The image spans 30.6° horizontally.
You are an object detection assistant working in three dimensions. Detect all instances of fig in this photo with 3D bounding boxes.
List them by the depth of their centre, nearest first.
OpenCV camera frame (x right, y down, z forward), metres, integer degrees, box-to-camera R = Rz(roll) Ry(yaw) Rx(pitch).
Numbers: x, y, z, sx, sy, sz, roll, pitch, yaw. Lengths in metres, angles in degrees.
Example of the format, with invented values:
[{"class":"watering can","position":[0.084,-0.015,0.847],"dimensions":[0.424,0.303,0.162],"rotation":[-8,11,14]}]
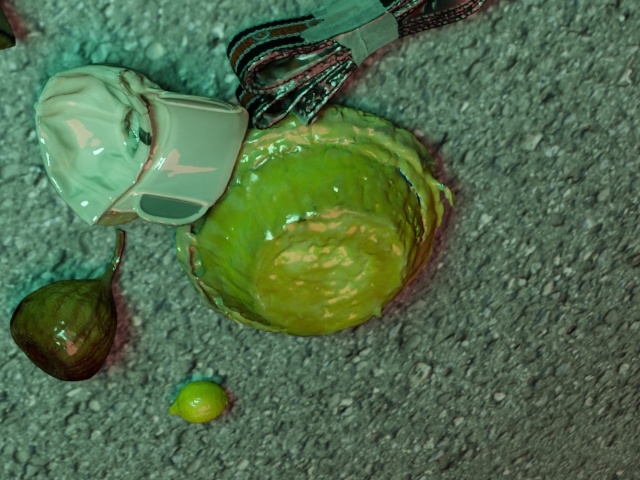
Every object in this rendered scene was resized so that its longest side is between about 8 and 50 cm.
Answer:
[{"class":"fig","position":[-0.315,0.083,1.552],"dimensions":[0.201,0.146,0.133],"rotation":[-61,142,-27]}]

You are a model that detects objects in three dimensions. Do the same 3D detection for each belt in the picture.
[{"class":"belt","position":[0.050,-0.268,1.449],"dimensions":[0.359,0.094,0.126],"rotation":[-33,131,0]}]

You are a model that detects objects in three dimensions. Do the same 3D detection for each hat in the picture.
[{"class":"hat","position":[-0.210,-0.136,1.421],"dimensions":[0.226,0.164,0.219],"rotation":[-13,137,-42]}]

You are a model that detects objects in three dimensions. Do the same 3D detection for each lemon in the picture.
[{"class":"lemon","position":[-0.181,0.242,1.743],"dimensions":[0.092,0.065,0.065],"rotation":[-10,128,-10]}]

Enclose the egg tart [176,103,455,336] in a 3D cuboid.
[{"class":"egg tart","position":[0.000,0.000,1.587],"dimensions":[0.388,0.169,0.387],"rotation":[-9,129,-12]}]

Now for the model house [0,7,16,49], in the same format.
[{"class":"model house","position":[-0.481,-0.274,1.180],"dimensions":[0.239,0.173,0.268],"rotation":[-21,103,7]}]

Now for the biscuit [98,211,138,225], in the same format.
[{"class":"biscuit","position":[-0.265,-0.068,1.505],"dimensions":[0.120,0.015,0.120],"rotation":[-12,129,-16]}]
